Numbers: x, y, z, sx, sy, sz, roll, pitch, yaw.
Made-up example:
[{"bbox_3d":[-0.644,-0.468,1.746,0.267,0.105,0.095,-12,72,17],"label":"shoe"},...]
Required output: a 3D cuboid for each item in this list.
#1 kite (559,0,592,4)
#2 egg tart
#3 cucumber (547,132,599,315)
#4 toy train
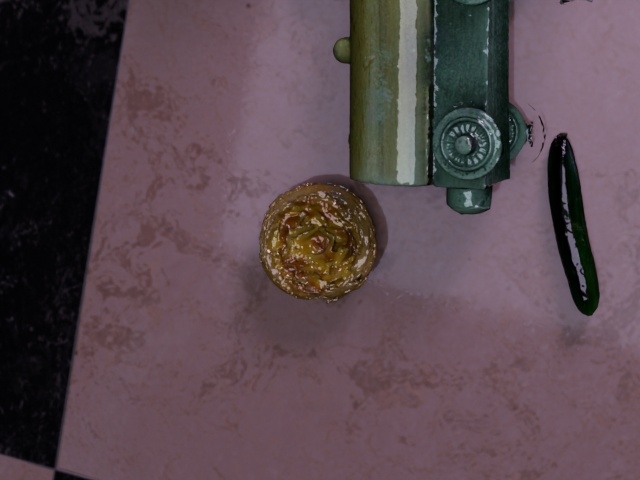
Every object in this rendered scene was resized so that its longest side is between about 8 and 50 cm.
[{"bbox_3d":[0.245,-0.386,1.115,0.406,0.014,0.368,5,81,6],"label":"kite"},{"bbox_3d":[0.000,0.000,1.293,0.129,0.049,0.129,1,96,14],"label":"egg tart"},{"bbox_3d":[0.249,-0.014,1.245,0.036,0.033,0.184,-8,98,35],"label":"cucumber"},{"bbox_3d":[0.112,-0.179,1.210,0.189,0.126,0.307,6,104,31],"label":"toy train"}]
